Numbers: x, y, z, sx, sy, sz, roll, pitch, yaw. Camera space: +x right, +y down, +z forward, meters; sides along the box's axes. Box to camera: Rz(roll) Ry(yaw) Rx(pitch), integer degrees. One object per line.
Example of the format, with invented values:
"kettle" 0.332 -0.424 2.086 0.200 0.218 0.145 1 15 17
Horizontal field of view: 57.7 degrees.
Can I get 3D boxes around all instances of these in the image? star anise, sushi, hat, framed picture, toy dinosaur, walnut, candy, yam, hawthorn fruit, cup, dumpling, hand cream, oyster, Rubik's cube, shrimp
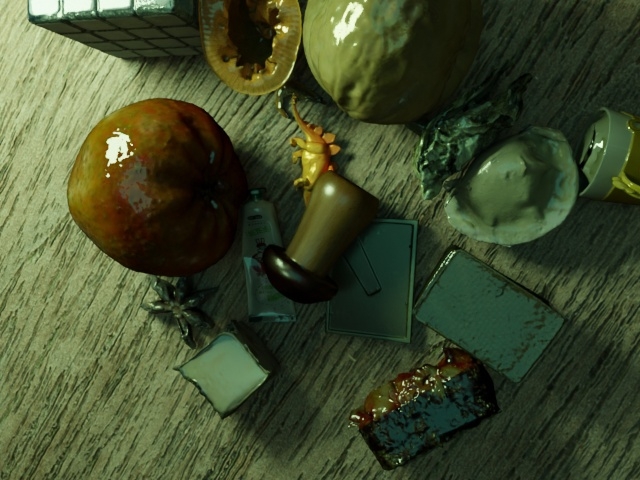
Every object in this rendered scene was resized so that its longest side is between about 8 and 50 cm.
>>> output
"star anise" -0.351 0.156 1.461 0.208 0.063 0.172 38 99 6
"sushi" 0.227 0.381 1.313 0.343 0.196 0.182 -29 70 7
"hat" -0.150 -0.473 1.287 0.244 0.233 0.233 37 108 -15
"framed picture" 0.118 0.089 1.375 0.211 0.020 0.290 4 96 15
"toy dinosaur" -0.011 -0.202 1.363 0.117 0.070 0.289 -3 98 1
"walnut" 0.139 -0.418 1.168 0.380 0.381 0.382 1 95 11
"candy" -0.219 0.306 1.408 0.195 0.137 0.185 -43 86 10
"yam" 0.238 -0.251 1.320 0.094 0.043 0.043 40 101 5
"hawthorn fruit" -0.377 -0.120 1.298 0.402 0.403 0.403 1 95 11
"cup" 0.637 -0.141 1.158 0.226 0.241 0.186 13 127 3
"dumpling" 0.409 -0.116 1.247 0.204 0.163 0.293 42 110 -15
"hand cream" -0.136 0.041 1.414 0.121 0.076 0.336 -4 100 11
"oyster" 0.302 -0.231 1.217 0.158 0.162 0.351 33 78 31
"Rubik's cube" -0.393 -0.606 1.265 0.343 0.344 0.338 2 94 12
"shrimp" -0.047 -0.328 1.380 0.127 0.025 0.091 18 98 14

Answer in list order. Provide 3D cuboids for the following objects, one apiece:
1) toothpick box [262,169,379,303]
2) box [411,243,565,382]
"toothpick box" 0.000 0.000 1.302 0.192 0.192 0.294 34 98 7
"box" 0.360 0.152 1.276 0.273 0.143 0.184 33 101 8
